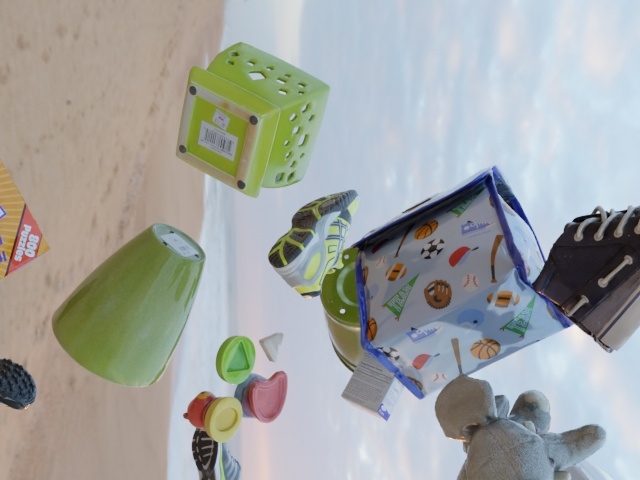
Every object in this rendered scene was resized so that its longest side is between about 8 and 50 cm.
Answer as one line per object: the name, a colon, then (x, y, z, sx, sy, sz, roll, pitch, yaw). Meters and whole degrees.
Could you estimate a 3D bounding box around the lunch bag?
lunch bag: (0.238, 0.041, 1.328, 0.239, 0.328, 0.385, 47, 26, -29)

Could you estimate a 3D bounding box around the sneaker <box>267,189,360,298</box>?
sneaker: (0.000, 0.000, 1.776, 0.147, 0.145, 0.384, 61, 40, -20)

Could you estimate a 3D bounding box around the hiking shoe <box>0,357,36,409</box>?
hiking shoe: (-0.832, 0.362, 1.755, 0.113, 0.304, 0.132, -29, 134, -62)

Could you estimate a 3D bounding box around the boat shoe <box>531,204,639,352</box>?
boat shoe: (0.411, -0.006, 0.932, 0.158, 0.127, 0.340, 38, -49, 20)

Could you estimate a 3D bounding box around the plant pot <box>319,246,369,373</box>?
plant pot: (0.154, 0.185, 2.015, 0.353, 0.367, 0.366, 55, 26, -59)

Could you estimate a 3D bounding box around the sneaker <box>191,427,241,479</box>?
sneaker: (-0.304, 0.665, 2.111, 0.121, 0.111, 0.299, -5, 91, -58)

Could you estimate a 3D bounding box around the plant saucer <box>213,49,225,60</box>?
plant saucer: (-0.212, -0.403, 1.643, 0.013, 0.084, 0.083, -149, -123, -69)

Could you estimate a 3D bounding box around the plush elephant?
plush elephant: (0.284, 0.324, 0.994, 0.255, 0.330, 0.271, 101, -26, -54)

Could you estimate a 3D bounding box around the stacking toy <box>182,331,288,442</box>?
stacking toy: (-0.234, 0.387, 1.956, 0.309, 0.131, 0.279, 0, 94, -53)

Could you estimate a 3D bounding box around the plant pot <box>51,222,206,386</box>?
plant pot: (-0.383, 0.117, 1.532, 0.293, 0.275, 0.274, -53, -162, 13)

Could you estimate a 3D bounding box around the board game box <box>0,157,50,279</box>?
board game box: (-0.685, -0.043, 0.965, 0.356, 0.357, 0.356, -43, 117, -44)

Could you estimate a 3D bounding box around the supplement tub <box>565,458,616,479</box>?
supplement tub: (0.475, 0.541, 1.387, 0.331, 0.241, 0.240, 36, 43, -54)

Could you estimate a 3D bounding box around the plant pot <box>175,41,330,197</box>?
plant pot: (-0.144, -0.224, 1.362, 0.207, 0.228, 0.227, -40, 155, -53)

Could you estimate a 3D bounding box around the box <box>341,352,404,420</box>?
box: (0.146, 0.385, 1.858, 0.137, 0.126, 0.072, -59, 137, -18)
